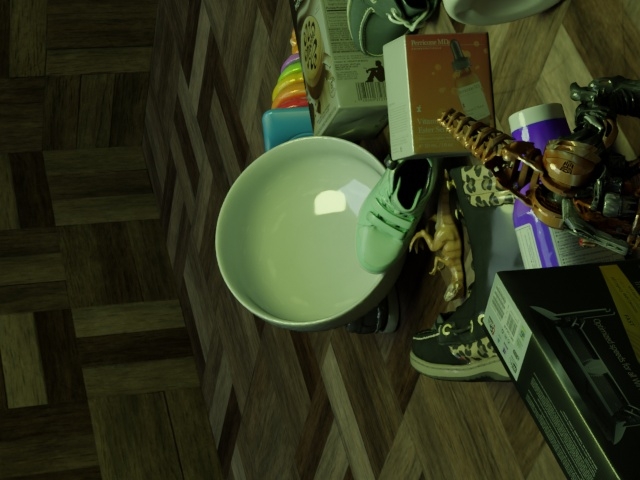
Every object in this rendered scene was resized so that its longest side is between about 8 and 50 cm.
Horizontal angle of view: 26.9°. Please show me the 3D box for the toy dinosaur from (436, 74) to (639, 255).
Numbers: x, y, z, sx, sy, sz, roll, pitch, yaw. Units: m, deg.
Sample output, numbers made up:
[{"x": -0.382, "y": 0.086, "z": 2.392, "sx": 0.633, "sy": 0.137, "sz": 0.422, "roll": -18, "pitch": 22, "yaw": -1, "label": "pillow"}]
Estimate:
[{"x": 0.285, "y": -0.077, "z": 1.412, "sx": 0.322, "sy": 0.218, "sz": 0.164, "roll": 40, "pitch": 133, "yaw": 4, "label": "toy dinosaur"}]

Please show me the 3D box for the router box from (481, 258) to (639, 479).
[{"x": 0.330, "y": 0.145, "z": 1.313, "sx": 0.309, "sy": 0.243, "sz": 0.081, "roll": -114, "pitch": 26, "yaw": -47, "label": "router box"}]

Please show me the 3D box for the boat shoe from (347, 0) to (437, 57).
[{"x": 0.123, "y": -0.374, "z": 2.041, "sx": 0.319, "sy": 0.116, "sz": 0.099, "roll": 119, "pitch": 146, "yaw": -52, "label": "boat shoe"}]

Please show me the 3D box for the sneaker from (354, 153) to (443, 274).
[{"x": 0.108, "y": -0.046, "z": 2.040, "sx": 0.151, "sy": 0.094, "sz": 0.256, "roll": -59, "pitch": -8, "yaw": -68, "label": "sneaker"}]

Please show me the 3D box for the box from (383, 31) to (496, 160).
[{"x": 0.169, "y": -0.205, "z": 1.910, "sx": 0.091, "sy": 0.130, "sz": 0.170, "roll": 176, "pitch": 89, "yaw": -73, "label": "box"}]

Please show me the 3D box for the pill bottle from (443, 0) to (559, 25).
[{"x": 0.209, "y": -0.429, "z": 1.674, "sx": 0.161, "sy": 0.161, "sz": 0.283, "roll": 133, "pitch": 130, "yaw": -67, "label": "pill bottle"}]

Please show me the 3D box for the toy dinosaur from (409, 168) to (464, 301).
[{"x": 0.190, "y": -0.016, "z": 2.039, "sx": 0.112, "sy": 0.064, "sz": 0.211, "roll": 8, "pitch": 112, "yaw": 53, "label": "toy dinosaur"}]

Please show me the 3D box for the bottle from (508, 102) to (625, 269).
[{"x": 0.287, "y": -0.019, "z": 1.572, "sx": 0.092, "sy": 0.118, "sz": 0.283, "roll": -26, "pitch": 75, "yaw": 59, "label": "bottle"}]

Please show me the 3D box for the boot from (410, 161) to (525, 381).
[{"x": 0.226, "y": 0.043, "z": 1.782, "sx": 0.377, "sy": 0.138, "sz": 0.284, "roll": 169, "pitch": 95, "yaw": -69, "label": "boot"}]

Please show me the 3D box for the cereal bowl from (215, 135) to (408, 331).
[{"x": 0.000, "y": 0.000, "z": 2.272, "sx": 0.141, "sy": 0.339, "sz": 0.339, "roll": 40, "pitch": -146, "yaw": -62, "label": "cereal bowl"}]

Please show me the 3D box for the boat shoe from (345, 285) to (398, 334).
[{"x": 0.060, "y": 0.024, "z": 2.376, "sx": 0.109, "sy": 0.091, "sz": 0.305, "roll": 118, "pitch": 143, "yaw": -59, "label": "boat shoe"}]

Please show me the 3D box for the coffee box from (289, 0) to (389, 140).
[{"x": 0.038, "y": -0.337, "z": 2.305, "sx": 0.168, "sy": 0.119, "sz": 0.297, "roll": 130, "pitch": 132, "yaw": -67, "label": "coffee box"}]

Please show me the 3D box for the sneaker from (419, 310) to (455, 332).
[{"x": 0.197, "y": 0.149, "z": 2.048, "sx": 0.188, "sy": 0.067, "sz": 0.078, "roll": 155, "pitch": 139, "yaw": -78, "label": "sneaker"}]

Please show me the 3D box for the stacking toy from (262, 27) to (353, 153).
[{"x": -0.025, "y": -0.290, "z": 2.510, "sx": 0.175, "sy": 0.166, "sz": 0.302, "roll": 87, "pitch": 180, "yaw": -56, "label": "stacking toy"}]
